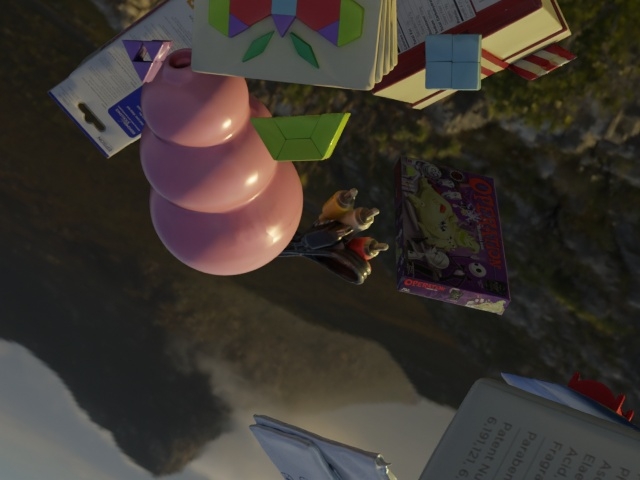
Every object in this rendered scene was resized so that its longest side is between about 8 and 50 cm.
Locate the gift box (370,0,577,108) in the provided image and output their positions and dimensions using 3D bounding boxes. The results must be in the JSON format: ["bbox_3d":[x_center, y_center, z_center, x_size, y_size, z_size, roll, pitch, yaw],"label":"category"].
[{"bbox_3d":[0.174,-0.312,1.214,0.276,0.255,0.258,-19,177,20],"label":"gift box"}]

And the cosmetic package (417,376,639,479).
[{"bbox_3d":[0.247,0.357,0.689,0.394,0.327,0.329,16,154,39],"label":"cosmetic package"}]

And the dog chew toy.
[{"bbox_3d":[-0.137,-0.106,1.264,0.207,0.206,0.331,22,147,24],"label":"dog chew toy"}]

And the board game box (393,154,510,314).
[{"bbox_3d":[0.247,-0.019,1.898,0.208,0.346,0.056,16,132,-13],"label":"board game box"}]

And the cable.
[{"bbox_3d":[0.000,0.000,1.524,0.287,0.072,0.139,-8,113,59],"label":"cable"}]

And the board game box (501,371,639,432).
[{"bbox_3d":[0.238,0.141,0.855,0.133,0.033,0.169,35,168,-15],"label":"board game box"}]

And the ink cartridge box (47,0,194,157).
[{"bbox_3d":[-0.314,-0.320,1.848,0.175,0.371,0.069,51,-161,-25],"label":"ink cartridge box"}]

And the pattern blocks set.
[{"bbox_3d":[-0.026,-0.208,0.833,0.325,0.285,0.026,-7,-172,19],"label":"pattern blocks set"}]

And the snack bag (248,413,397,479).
[{"bbox_3d":[0.051,0.451,1.692,0.343,0.037,0.323,5,131,50],"label":"snack bag"}]
